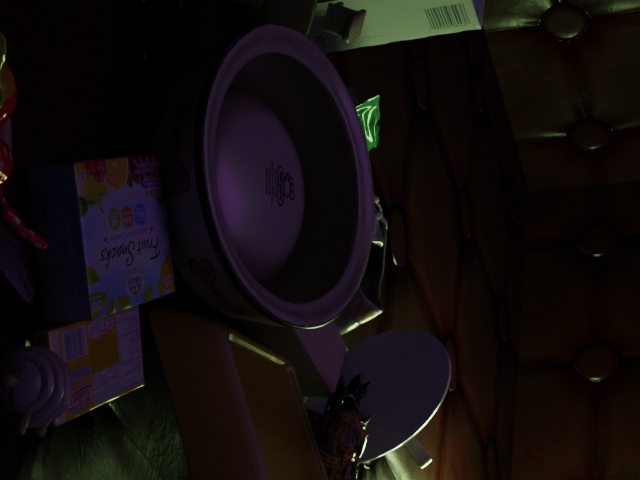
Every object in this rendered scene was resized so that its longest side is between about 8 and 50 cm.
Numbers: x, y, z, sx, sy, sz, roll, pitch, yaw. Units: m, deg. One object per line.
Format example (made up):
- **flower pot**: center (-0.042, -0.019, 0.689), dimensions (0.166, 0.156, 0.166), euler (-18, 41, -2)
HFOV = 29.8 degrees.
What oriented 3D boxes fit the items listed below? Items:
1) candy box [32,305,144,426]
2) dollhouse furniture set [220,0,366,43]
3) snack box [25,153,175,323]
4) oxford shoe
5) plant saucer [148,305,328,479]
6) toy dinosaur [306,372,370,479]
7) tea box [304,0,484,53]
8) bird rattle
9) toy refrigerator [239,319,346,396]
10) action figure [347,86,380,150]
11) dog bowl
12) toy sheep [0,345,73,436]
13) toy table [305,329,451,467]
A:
- **candy box**: center (-0.260, 0.136, 1.373), dimensions (0.206, 0.027, 0.105), euler (-17, 107, -70)
- **dollhouse furniture set**: center (-0.056, -0.333, 1.806), dimensions (0.161, 0.212, 0.242), euler (-48, 157, -66)
- **snack box**: center (-0.247, -0.007, 1.384), dimensions (0.207, 0.070, 0.174), euler (-17, 102, -69)
- **oxford shoe**: center (0.046, -0.060, 2.031), dimensions (0.169, 0.130, 0.449), euler (29, 56, -63)
- **plant saucer**: center (-0.083, 0.257, 1.608), dimensions (0.333, 0.081, 0.333), euler (38, 31, -63)
- **toy dinosaur**: center (-0.008, 0.320, 1.816), dimensions (0.164, 0.322, 0.218), euler (18, 44, -31)
- **tea box**: center (0.116, -0.538, 2.151), dimensions (0.220, 0.329, 0.323), euler (59, 33, -50)
- **bird rattle**: center (-0.320, -0.120, 1.140), dimensions (0.207, 0.143, 0.253), euler (-97, 172, -50)
- **toy refrigerator**: center (-0.052, 0.129, 1.871), dimensions (0.269, 0.094, 0.102), euler (62, 34, -45)
- **action figure**: center (0.061, -0.212, 2.267), dimensions (0.232, 0.137, 0.063), euler (59, 19, -67)
- **dog bowl**: center (-0.091, -0.077, 1.626), dimensions (0.408, 0.150, 0.408), euler (19, 68, -55)
- **toy sheep**: center (-0.291, 0.148, 1.203), dimensions (0.132, 0.091, 0.091), euler (80, 8, -81)
- **toy table**: center (0.101, 0.271, 2.025), dimensions (0.252, 0.274, 0.161), euler (64, 2, 15)
